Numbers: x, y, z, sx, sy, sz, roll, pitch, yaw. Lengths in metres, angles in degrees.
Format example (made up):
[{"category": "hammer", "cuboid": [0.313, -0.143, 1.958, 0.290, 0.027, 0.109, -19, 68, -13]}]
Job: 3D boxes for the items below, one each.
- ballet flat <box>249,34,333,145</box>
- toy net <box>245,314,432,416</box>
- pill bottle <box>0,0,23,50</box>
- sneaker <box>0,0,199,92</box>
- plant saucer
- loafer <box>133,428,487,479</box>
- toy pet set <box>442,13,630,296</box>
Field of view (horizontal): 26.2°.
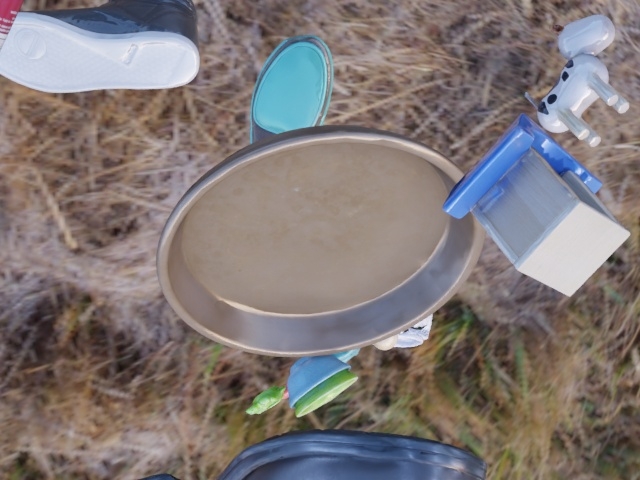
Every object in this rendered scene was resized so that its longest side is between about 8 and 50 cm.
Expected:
[{"category": "ballet flat", "cuboid": [-0.035, -0.122, 1.504, 0.083, 0.087, 0.247, 19, 120, 7]}, {"category": "toy net", "cuboid": [0.037, 0.118, 1.349, 0.045, 0.232, 0.122, 55, 136, 12]}, {"category": "pill bottle", "cuboid": [-0.311, -0.197, 1.195, 0.086, 0.086, 0.152, 29, 99, 13]}, {"category": "sneaker", "cuboid": [-0.292, -0.269, 1.772, 0.295, 0.147, 0.105, 4, 128, 3]}, {"category": "plant saucer", "cuboid": [0.000, 0.000, 1.159, 0.278, 0.278, 0.041, -26, 47, 17]}, {"category": "loafer", "cuboid": [-0.015, 0.104, 0.447, 0.170, 0.062, 0.061, -26, 49, 42]}, {"category": "toy pet set", "cuboid": [0.109, -0.038, 0.526, 0.114, 0.122, 0.065, -48, 47, 17]}]
